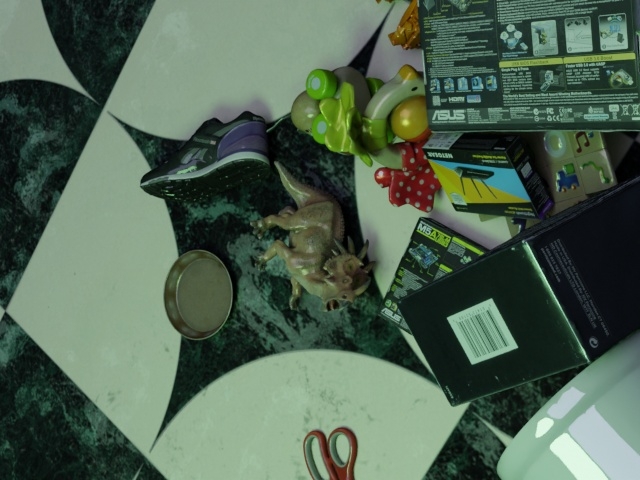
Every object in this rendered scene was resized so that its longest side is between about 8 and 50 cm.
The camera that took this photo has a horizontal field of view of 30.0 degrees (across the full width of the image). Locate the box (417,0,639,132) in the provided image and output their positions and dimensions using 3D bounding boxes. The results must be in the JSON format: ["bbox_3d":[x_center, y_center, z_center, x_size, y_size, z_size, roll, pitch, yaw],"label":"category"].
[{"bbox_3d":[0.305,-0.313,1.676,0.395,0.097,0.318,4,107,49],"label":"box"}]

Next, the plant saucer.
[{"bbox_3d":[-0.223,0.102,2.234,0.168,0.029,0.168,-2,86,35],"label":"plant saucer"}]

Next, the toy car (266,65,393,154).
[{"bbox_3d":[0.001,-0.204,2.034,0.188,0.155,0.149,-16,78,43],"label":"toy car"}]

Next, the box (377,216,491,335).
[{"bbox_3d":[0.205,0.082,1.933,0.190,0.045,0.184,30,101,33],"label":"box"}]

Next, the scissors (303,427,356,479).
[{"bbox_3d":[0.049,0.460,2.033,0.109,0.021,0.297,-26,74,28],"label":"scissors"}]

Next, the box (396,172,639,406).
[{"bbox_3d":[0.321,0.066,1.633,0.296,0.294,0.183,-31,87,55],"label":"box"}]

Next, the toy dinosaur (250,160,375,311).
[{"bbox_3d":[0.000,0.000,2.036,0.200,0.127,0.296,-16,69,29],"label":"toy dinosaur"}]

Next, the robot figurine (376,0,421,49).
[{"bbox_3d":[0.187,-0.450,1.911,0.211,0.085,0.291,61,139,20],"label":"robot figurine"}]

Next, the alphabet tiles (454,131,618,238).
[{"bbox_3d":[0.310,-0.163,1.813,0.285,0.011,0.342,-17,89,54],"label":"alphabet tiles"}]

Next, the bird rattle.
[{"bbox_3d":[0.134,-0.164,1.880,0.207,0.253,0.143,-49,33,15],"label":"bird rattle"}]

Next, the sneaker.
[{"bbox_3d":[-0.210,-0.157,2.216,0.283,0.107,0.124,-13,65,29],"label":"sneaker"}]

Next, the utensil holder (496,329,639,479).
[{"bbox_3d":[0.479,0.347,1.562,0.385,0.327,0.327,49,113,24],"label":"utensil holder"}]

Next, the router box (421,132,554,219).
[{"bbox_3d":[0.254,-0.100,1.816,0.046,0.133,0.179,-46,31,-25],"label":"router box"}]
